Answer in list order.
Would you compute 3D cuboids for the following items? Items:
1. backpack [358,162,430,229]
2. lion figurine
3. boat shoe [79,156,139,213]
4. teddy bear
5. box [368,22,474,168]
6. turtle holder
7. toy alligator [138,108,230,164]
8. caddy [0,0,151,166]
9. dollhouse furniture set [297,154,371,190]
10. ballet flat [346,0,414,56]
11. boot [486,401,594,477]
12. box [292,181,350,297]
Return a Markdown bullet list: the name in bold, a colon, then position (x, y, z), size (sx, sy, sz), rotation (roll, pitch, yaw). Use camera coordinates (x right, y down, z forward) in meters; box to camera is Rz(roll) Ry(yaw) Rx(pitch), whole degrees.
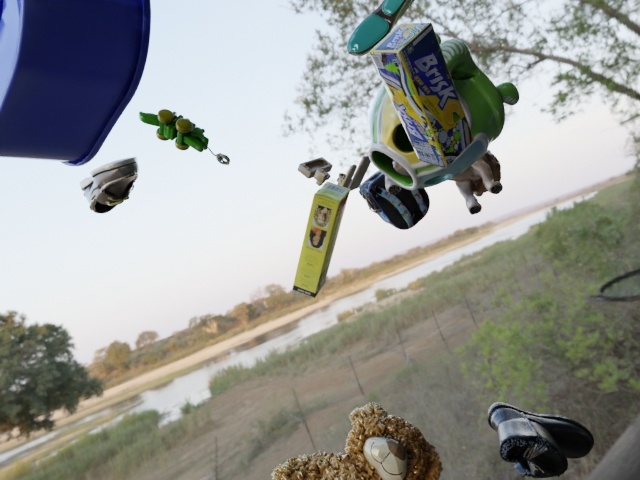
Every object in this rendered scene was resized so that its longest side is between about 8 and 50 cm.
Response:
- **backpack**: position (0.212, -0.119, 1.399), size (0.158, 0.173, 0.117), rotation (-41, 12, -15)
- **lion figurine**: position (0.305, -0.192, 1.259), size (0.392, 0.240, 0.142), rotation (19, -52, -19)
- **boat shoe**: position (-0.532, -0.137, 1.279), size (0.116, 0.096, 0.324), rotation (-23, 8, -38)
- **teddy bear**: position (0.031, 0.391, 0.706), size (0.338, 0.245, 0.113), rotation (-33, -44, -8)
- **box**: position (0.126, -0.173, 0.608), size (0.059, 0.169, 0.054), rotation (-45, 38, -13)
- **turtle holder**: position (0.210, -0.218, 0.909), size (0.227, 0.243, 0.320), rotation (-51, 14, -4)
- **toy alligator**: position (-0.242, -0.199, 0.925), size (0.051, 0.190, 0.056), rotation (-63, 0, -39)
- **caddy**: position (-0.335, -0.244, 0.630), size (0.179, 0.241, 0.341), rotation (-8, -22, -49)
- **dollhouse furniture set**: position (0.045, -0.236, 1.520), size (0.144, 0.151, 0.123), rotation (-26, -30, -47)
- **ballet flat**: position (0.114, -0.383, 0.877), size (0.168, 0.057, 0.052), rotation (-47, -17, 9)
- **boot**: position (0.491, 0.446, 1.075), size (0.246, 0.094, 0.207), rotation (17, 7, 6)
- **box**: position (0.000, 0.000, 1.047), size (0.058, 0.232, 0.087), rotation (19, 27, 11)
